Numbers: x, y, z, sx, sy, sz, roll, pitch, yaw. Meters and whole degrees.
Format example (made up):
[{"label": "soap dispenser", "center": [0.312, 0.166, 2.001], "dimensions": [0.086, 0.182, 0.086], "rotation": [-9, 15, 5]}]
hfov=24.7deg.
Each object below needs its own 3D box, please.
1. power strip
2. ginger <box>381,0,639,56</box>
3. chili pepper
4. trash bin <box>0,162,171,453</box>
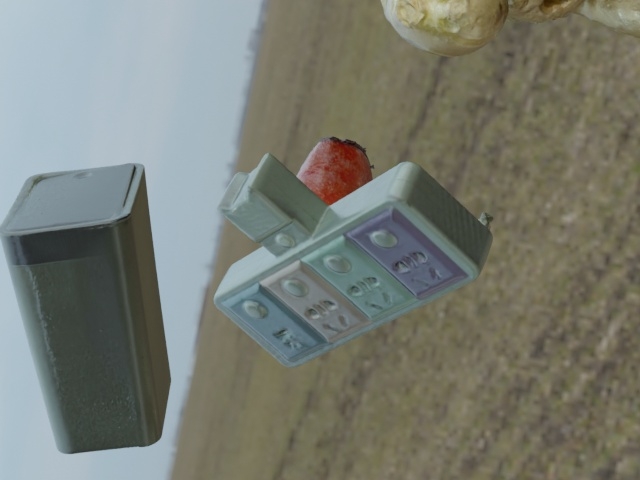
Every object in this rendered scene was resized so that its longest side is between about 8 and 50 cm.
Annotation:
[{"label": "power strip", "center": [0.000, 0.000, 1.019], "dimensions": [0.216, 0.145, 0.061], "rotation": [-30, 26, 44]}, {"label": "ginger", "center": [0.177, -0.269, 1.482], "dimensions": [0.348, 0.363, 0.122], "rotation": [40, 139, 52]}, {"label": "chili pepper", "center": [-0.005, -0.006, 1.304], "dimensions": [0.084, 0.086, 0.192], "rotation": [-27, 33, 42]}, {"label": "trash bin", "center": [-0.219, 0.065, 1.429], "dimensions": [0.164, 0.122, 0.240], "rotation": [-91, -6, -66]}]
